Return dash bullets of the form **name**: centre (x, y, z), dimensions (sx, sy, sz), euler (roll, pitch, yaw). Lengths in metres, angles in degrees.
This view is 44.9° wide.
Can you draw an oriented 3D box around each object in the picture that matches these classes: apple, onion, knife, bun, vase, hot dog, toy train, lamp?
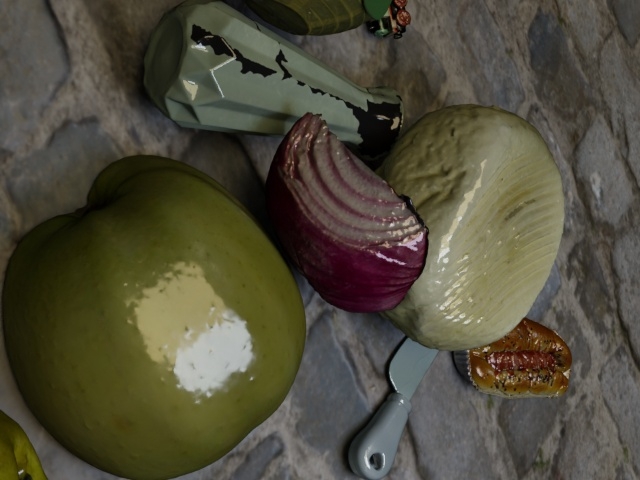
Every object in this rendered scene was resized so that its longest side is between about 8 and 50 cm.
- **apple**: centre (-0.195, 0.089, 0.961), dimensions (0.311, 0.320, 0.360), euler (-27, 109, 12)
- **onion**: centre (0.000, 0.000, 0.996), dimensions (0.250, 0.247, 0.111), euler (44, 52, 14)
- **knife**: centre (0.133, 0.222, 1.220), dimensions (0.080, 0.044, 0.331), euler (43, 59, -18)
- **bun**: centre (0.192, -0.024, 1.148), dimensions (0.349, 0.227, 0.353), euler (-31, 122, -33)
- **vase**: centre (-0.051, -0.202, 1.045), dimensions (0.360, 0.165, 0.165), euler (10, 82, -39)
- **hot dog**: centre (0.340, 0.202, 1.340), dimensions (0.268, 0.075, 0.144), euler (11, 83, -32)
- **toy train**: centre (0.085, -0.439, 1.214), dimensions (0.085, 0.053, 0.250), euler (-16, 97, -27)
- **lamp**: centre (0.008, -0.401, 0.977), dimensions (0.250, 0.250, 0.284), euler (32, 82, -30)

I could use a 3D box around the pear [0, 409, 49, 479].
- **pear**: centre (-0.428, 0.263, 0.683), dimensions (0.375, 0.287, 0.287), euler (-5, 90, -14)
